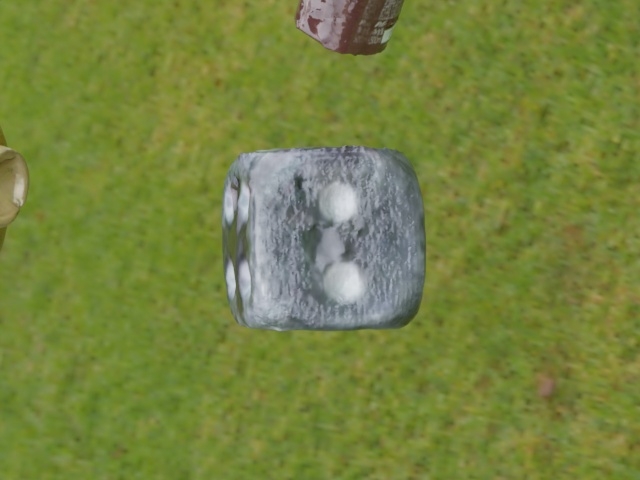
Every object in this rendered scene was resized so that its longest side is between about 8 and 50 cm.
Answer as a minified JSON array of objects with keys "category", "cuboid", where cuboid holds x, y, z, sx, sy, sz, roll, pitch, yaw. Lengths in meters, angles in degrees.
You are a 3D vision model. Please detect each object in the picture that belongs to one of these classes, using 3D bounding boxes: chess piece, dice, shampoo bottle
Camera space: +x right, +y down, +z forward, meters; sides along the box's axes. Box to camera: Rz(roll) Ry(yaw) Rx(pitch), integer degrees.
[{"category":"chess piece","cuboid":[-0.240,-0.041,1.069,0.122,0.066,0.066,15,89,27]},{"category":"dice","cuboid":[0.000,0.000,1.755,0.182,0.182,0.183,176,92,-78]},{"category":"shampoo bottle","cuboid":[0.045,-0.220,1.020,0.068,0.067,0.236,57,138,44]}]

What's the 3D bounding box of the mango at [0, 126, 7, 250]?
[{"category":"mango","cuboid":[-0.412,-0.029,1.699,0.173,0.211,0.317,-114,32,-49]}]
